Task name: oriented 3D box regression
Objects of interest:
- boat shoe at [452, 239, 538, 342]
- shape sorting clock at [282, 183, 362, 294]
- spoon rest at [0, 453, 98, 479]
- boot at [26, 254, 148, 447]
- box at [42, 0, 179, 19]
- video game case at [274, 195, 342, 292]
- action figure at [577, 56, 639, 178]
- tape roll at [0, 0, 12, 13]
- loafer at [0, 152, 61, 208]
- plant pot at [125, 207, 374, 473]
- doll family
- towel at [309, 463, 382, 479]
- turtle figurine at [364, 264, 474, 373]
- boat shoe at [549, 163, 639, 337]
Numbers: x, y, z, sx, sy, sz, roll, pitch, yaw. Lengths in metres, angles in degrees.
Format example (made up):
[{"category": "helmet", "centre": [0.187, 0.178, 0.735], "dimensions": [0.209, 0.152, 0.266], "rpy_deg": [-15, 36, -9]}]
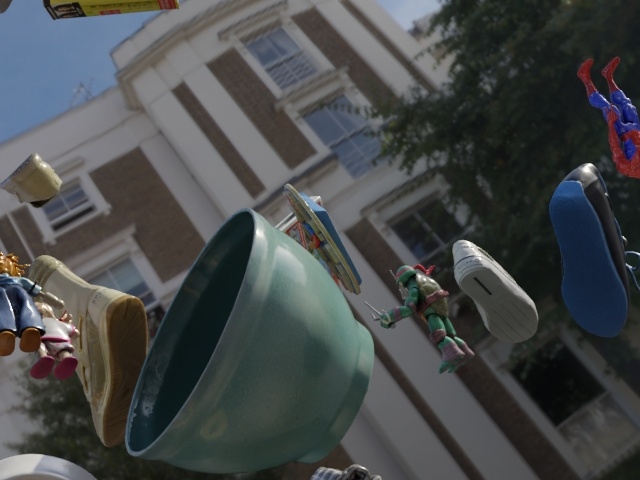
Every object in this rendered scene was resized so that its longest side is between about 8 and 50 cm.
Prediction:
[{"category": "boat shoe", "centre": [0.273, 0.075, 1.272], "dimensions": [0.083, 0.076, 0.226], "rpy_deg": [-25, -46, 16]}, {"category": "shape sorting clock", "centre": [0.000, 0.000, 1.287], "dimensions": [0.040, 0.206, 0.206], "rpy_deg": [-30, -26, -6]}, {"category": "spoon rest", "centre": [-0.217, 0.305, 0.823], "dimensions": [0.084, 0.137, 0.276], "rpy_deg": [-45, -69, 1]}, {"category": "boot", "centre": [-0.354, 0.164, 1.227], "dimensions": [0.095, 0.203, 0.262], "rpy_deg": [-32, -44, -47]}, {"category": "box", "centre": [-0.376, -0.445, 1.478], "dimensions": [0.232, 0.058, 0.087], "rpy_deg": [-7, -3, -7]}, {"category": "video game case", "centre": [-0.052, 0.073, 1.390], "dimensions": [0.285, 0.025, 0.204], "rpy_deg": [-44, -53, -51]}, {"category": "action figure", "centre": [0.225, -0.085, 0.605], "dimensions": [0.038, 0.115, 0.030], "rpy_deg": [-4, -26, -18]}, {"category": "tape roll", "centre": [-0.422, -0.409, 1.057], "dimensions": [0.072, 0.219, 0.219], "rpy_deg": [12, -52, -33]}, {"category": "loafer", "centre": [-0.588, -0.114, 1.683], "dimensions": [0.102, 0.092, 0.268], "rpy_deg": [-45, 16, -12]}, {"category": "plant pot", "centre": [-0.064, 0.136, 0.928], "dimensions": [0.196, 0.293, 0.293], "rpy_deg": [27, -60, -18]}, {"category": "doll family", "centre": [-0.408, 0.074, 0.995], "dimensions": [0.262, 0.163, 0.118], "rpy_deg": [7, -63, -35]}, {"category": "towel", "centre": [-0.023, 0.381, 0.941], "dimensions": [0.284, 0.121, 0.235], "rpy_deg": [-47, -11, -20]}, {"category": "turtle figurine", "centre": [0.182, 0.129, 1.494], "dimensions": [0.175, 0.234, 0.118], "rpy_deg": [-5, -37, -52]}, {"category": "boat shoe", "centre": [0.370, 0.017, 1.074], "dimensions": [0.089, 0.109, 0.258], "rpy_deg": [-50, -42, -35]}]
